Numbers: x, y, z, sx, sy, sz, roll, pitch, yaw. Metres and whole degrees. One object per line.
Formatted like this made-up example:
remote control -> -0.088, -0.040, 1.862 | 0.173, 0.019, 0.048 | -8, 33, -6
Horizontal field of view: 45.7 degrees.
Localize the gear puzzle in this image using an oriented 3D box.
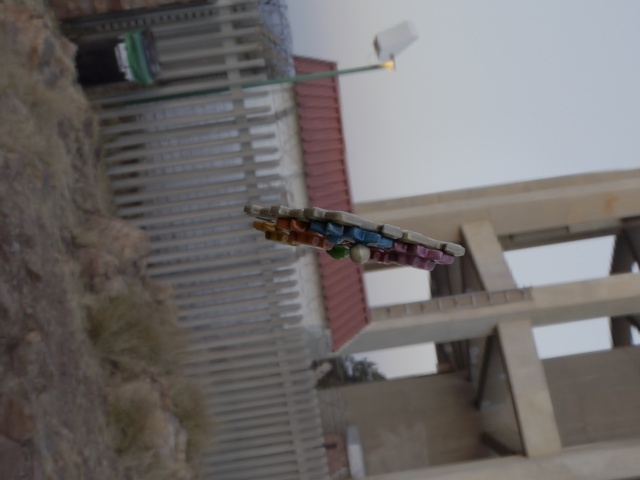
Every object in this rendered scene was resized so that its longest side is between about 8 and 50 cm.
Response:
gear puzzle -> 0.000, 0.000, 0.891 | 0.339, 0.175, 0.044 | 7, -97, 62
